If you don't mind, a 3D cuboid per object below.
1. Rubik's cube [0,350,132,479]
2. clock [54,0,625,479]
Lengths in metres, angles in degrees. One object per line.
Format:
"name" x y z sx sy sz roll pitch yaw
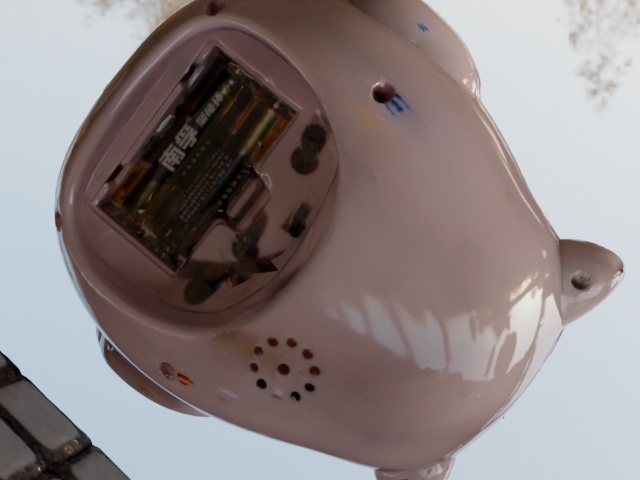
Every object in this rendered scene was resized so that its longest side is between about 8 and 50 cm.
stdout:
"Rubik's cube" -0.178 0.191 0.465 0.238 0.237 0.237 44 -167 7
"clock" 0.000 0.000 0.947 0.376 0.368 0.250 40 -169 9
